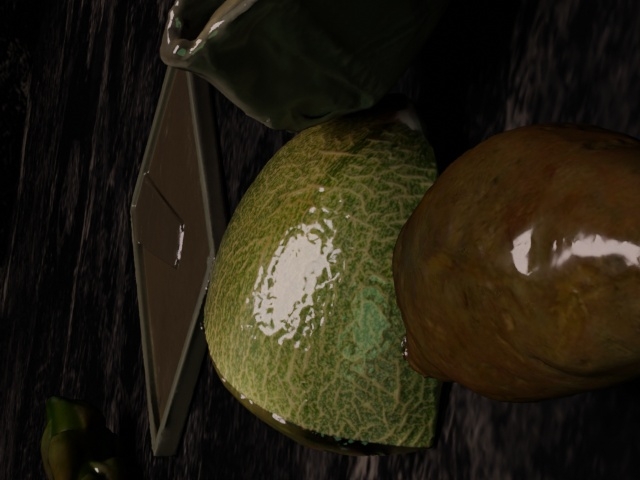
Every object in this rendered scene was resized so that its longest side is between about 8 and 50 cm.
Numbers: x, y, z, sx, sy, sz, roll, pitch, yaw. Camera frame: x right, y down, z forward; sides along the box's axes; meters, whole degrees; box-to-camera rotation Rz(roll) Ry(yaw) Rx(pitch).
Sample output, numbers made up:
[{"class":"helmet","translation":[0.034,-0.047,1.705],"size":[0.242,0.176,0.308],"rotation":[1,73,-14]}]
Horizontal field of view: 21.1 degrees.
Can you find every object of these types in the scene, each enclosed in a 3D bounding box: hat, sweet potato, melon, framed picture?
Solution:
[{"class":"hat","translation":[0.045,-0.151,0.612],"size":[0.245,0.149,0.214],"rotation":[-13,57,36]},{"class":"sweet potato","translation":[0.054,0.010,0.491],"size":[0.269,0.075,0.074],"rotation":[148,127,-76]},{"class":"melon","translation":[0.000,0.000,0.680],"size":[0.160,0.079,0.128],"rotation":[-107,26,-57]},{"class":"framed picture","translation":[-0.100,-0.007,1.167],"size":[0.260,0.023,0.189],"rotation":[-101,23,-48]}]

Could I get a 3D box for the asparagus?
[{"class":"asparagus","translation":[-0.167,0.196,1.247],"size":[0.287,0.080,0.080],"rotation":[-102,23,-58]}]
